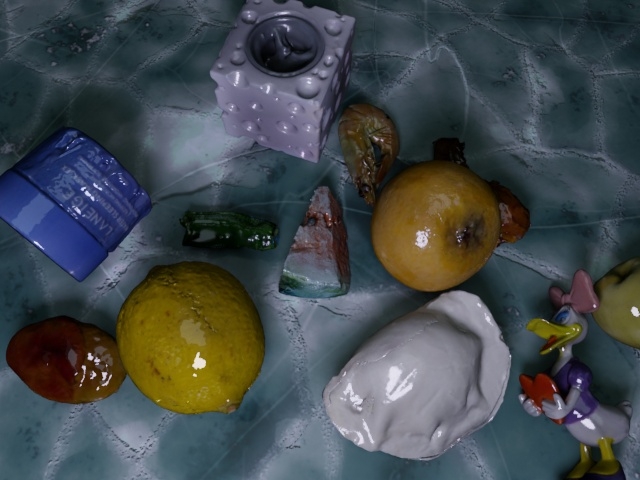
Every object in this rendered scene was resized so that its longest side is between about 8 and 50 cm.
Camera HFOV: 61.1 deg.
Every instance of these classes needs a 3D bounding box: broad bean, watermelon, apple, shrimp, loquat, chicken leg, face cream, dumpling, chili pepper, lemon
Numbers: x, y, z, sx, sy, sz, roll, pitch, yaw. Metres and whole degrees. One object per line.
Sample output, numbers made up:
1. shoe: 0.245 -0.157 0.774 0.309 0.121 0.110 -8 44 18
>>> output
1. broad bean: -0.485 0.229 1.042 0.228 0.122 0.156 18 67 9
2. watermelon: 0.000 0.000 1.168 0.154 0.094 0.241 9 66 -6
3. apple: 0.641 0.125 1.073 0.200 0.200 0.200 0 69 -1
4. shrimp: 0.115 -0.200 1.257 0.145 0.061 0.267 1 66 -11
5. loquat: 0.229 -0.028 1.088 0.263 0.263 0.263 0 69 -1
6. chicken leg: 0.348 -0.120 1.218 0.113 0.093 0.304 -33 68 -1
7. face cream: -0.500 -0.077 1.091 0.249 0.249 0.225 34 71 11
8. dumpling: 0.194 0.268 1.017 0.341 0.181 0.260 -30 81 -35
9. chili pepper: -0.201 -0.020 1.177 0.224 0.061 0.098 4 55 4
10. lemon: -0.231 0.181 0.994 0.258 0.258 0.310 -34 69 -13

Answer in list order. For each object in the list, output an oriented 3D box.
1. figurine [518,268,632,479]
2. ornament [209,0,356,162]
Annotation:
1. figurine: 0.489 0.276 1.028 0.193 0.154 0.421 -7 70 -9
2. ornament: -0.076 -0.361 1.216 0.239 0.240 0.239 19 69 6
